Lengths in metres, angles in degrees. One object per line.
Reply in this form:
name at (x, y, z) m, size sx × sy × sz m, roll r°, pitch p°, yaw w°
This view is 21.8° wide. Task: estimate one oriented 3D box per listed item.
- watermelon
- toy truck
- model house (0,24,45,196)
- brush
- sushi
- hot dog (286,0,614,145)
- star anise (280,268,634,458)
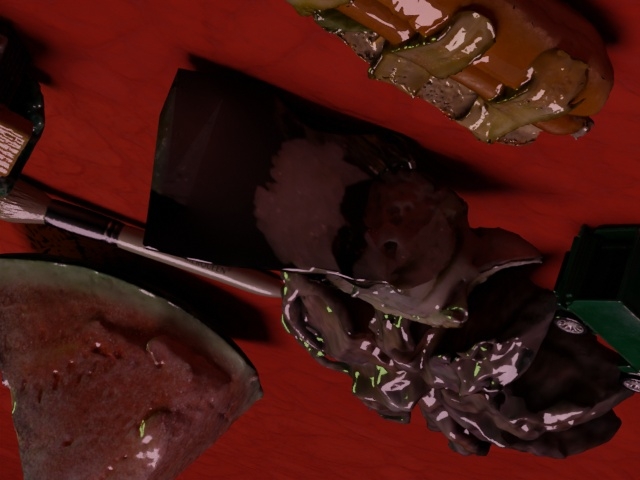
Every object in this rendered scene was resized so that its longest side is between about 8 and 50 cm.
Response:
watermelon at (-0.206, 0.161, 1.672) m, size 0.283 × 0.292 × 0.250 m, roll 17°, pitch -171°, yaw 12°
toy truck at (0.224, 0.052, 1.166) m, size 0.079 × 0.065 × 0.147 m, roll -2°, pitch 148°, yaw 44°
model house at (-0.242, -0.101, 1.217) m, size 0.088 × 0.100 × 0.100 m, roll 27°, pitch 157°, yaw -10°
brush at (-0.168, 0.001, 1.500) m, size 0.299 × 0.039 × 0.042 m, roll 19°, pitch 121°, yaw 2°
sushi at (0.014, -0.014, 1.152) m, size 0.273 × 0.134 × 0.109 m, roll 14°, pitch 163°, yaw 0°
hot dog at (0.045, -0.129, 0.882) m, size 0.269 × 0.072 × 0.109 m, roll 29°, pitch 157°, yaw -22°
star anise at (0.098, 0.088, 1.317) m, size 0.332 × 0.117 × 0.331 m, roll 26°, pitch 162°, yaw 9°
